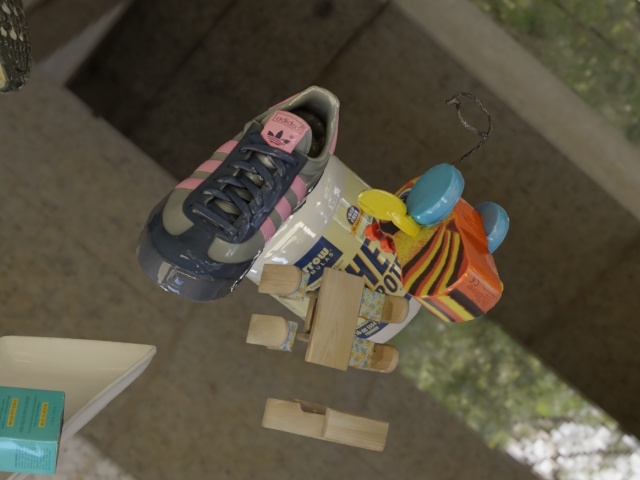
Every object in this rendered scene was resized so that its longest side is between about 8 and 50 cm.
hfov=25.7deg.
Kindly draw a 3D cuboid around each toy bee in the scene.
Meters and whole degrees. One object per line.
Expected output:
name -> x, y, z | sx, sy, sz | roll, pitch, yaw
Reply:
toy bee -> 0.125, -0.007, 1.528 | 0.162, 0.195, 0.298 | -36, -170, 31

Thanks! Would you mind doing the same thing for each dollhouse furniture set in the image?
dollhouse furniture set -> 0.024, 0.164, 2.002 | 0.161, 0.212, 0.242 | 1, -103, 54

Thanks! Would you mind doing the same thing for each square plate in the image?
square plate -> -0.454, 0.250, 2.015 | 0.344, 0.049, 0.347 | 0, -151, 37

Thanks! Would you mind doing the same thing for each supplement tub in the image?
supplement tub -> 0.000, 0.000, 2.215 | 0.235, 0.325, 0.235 | -34, -146, 27

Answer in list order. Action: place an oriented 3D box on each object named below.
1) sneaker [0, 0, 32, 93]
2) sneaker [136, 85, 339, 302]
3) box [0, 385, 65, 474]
sneaker -> -0.500, -0.318, 1.681 | 0.182, 0.410, 0.158 | -38, 170, 8
sneaker -> -0.071, -0.059, 1.330 | 0.131, 0.112, 0.319 | -59, 178, 32
box -> -0.452, 0.233, 1.776 | 0.100, 0.244, 0.060 | -95, -167, -55
